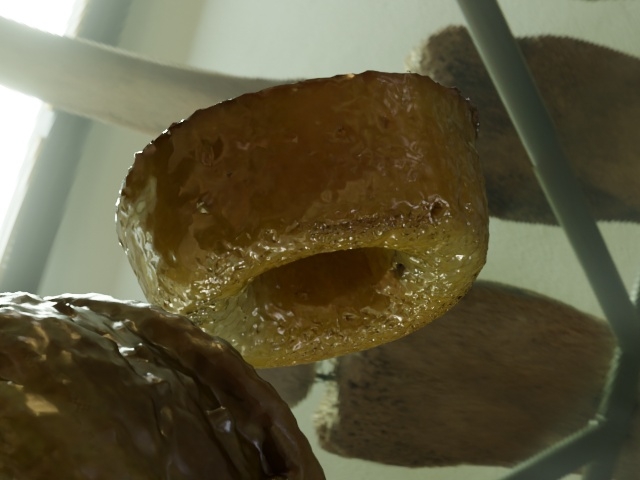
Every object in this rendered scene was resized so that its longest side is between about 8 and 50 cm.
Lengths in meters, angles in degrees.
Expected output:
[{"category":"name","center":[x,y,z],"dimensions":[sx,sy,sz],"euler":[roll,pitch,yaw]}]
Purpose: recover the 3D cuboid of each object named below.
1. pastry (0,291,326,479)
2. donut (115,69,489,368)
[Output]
[{"category":"pastry","center":[-0.117,0.133,0.449],"dimensions":[0.235,0.132,0.240],"euler":[-21,-89,26]},{"category":"donut","center":[-0.003,0.001,0.827],"dimensions":[0.278,0.277,0.108],"euler":[-27,-121,16]}]
